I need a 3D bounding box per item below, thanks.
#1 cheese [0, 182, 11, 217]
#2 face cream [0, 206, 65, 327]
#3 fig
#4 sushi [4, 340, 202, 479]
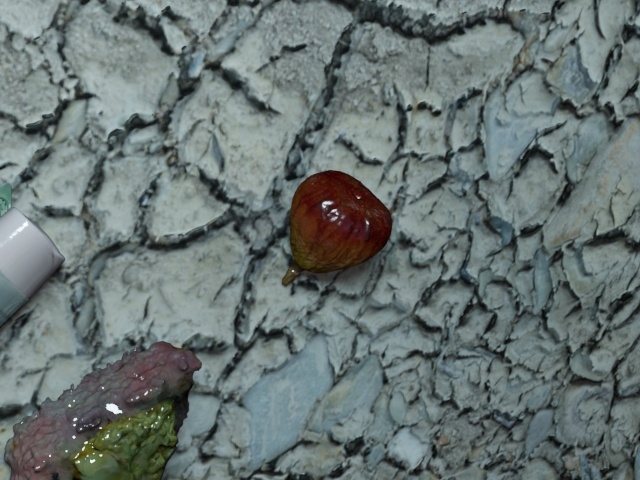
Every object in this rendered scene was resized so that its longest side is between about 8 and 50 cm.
[{"bbox_3d":[-0.357,-0.021,1.208,0.121,0.026,0.067,-10,119,-42],"label":"cheese"},{"bbox_3d":[-0.369,0.085,1.211,0.269,0.073,0.107,-45,163,-9],"label":"face cream"},{"bbox_3d":[0.001,-0.010,1.418,0.153,0.119,0.119,-38,128,3],"label":"fig"},{"bbox_3d":[-0.222,0.233,1.368,0.241,0.107,0.161,-35,129,-19],"label":"sushi"}]
